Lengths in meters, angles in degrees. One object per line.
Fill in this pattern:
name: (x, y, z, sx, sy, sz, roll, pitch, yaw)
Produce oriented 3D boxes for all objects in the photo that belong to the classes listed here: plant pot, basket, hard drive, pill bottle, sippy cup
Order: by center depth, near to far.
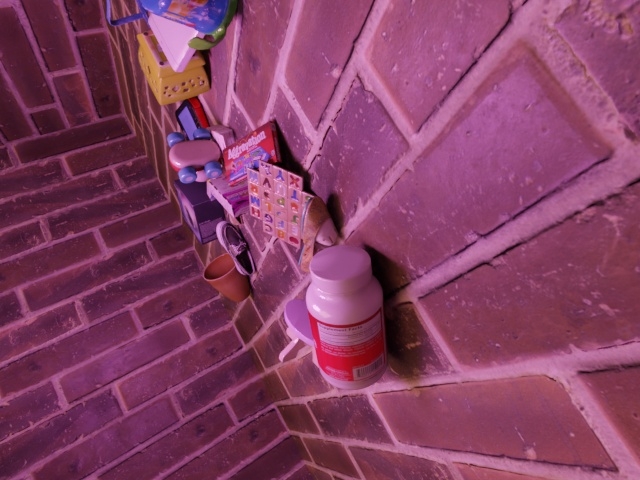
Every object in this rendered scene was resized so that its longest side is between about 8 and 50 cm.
sippy cup: (-0.401, -0.739, 1.248, 0.305, 0.224, 0.240, 45, 127, 16)
pill bottle: (0.080, 0.230, 1.283, 0.229, 0.228, 0.408, 34, 141, 48)
hard drive: (-0.467, -0.794, 1.467, 0.353, 0.047, 0.233, -34, 82, 41)
basket: (-0.661, -0.924, 1.601, 0.201, 0.288, 0.254, 65, 156, -2)
plant pot: (-0.586, -0.715, 1.701, 0.228, 0.227, 0.207, 62, 161, 6)
plant pot: (-0.530, 0.241, 2.542, 0.237, 0.237, 0.255, 29, 151, 52)

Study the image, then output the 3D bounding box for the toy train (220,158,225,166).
toy train: (-0.460, -0.410, 2.000, 0.036, 0.027, 0.159, 26, 135, 39)

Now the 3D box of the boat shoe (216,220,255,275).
boat shoe: (-0.436, 0.041, 2.291, 0.119, 0.121, 0.335, 9, 132, 52)

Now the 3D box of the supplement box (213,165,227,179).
supplement box: (-0.456, -0.308, 1.996, 0.062, 0.098, 0.036, 56, 154, 19)

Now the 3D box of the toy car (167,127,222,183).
toy car: (-0.545, -0.323, 1.865, 0.219, 0.210, 0.238, 67, 158, 19)

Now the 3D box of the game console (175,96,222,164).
game console: (-0.628, -0.530, 2.181, 0.386, 0.060, 0.342, 7, 119, 62)

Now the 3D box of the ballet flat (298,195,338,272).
ballet flat: (0.000, 0.000, 1.389, 0.123, 0.123, 0.349, 50, 151, 29)

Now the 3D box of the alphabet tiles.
alphabet tiles: (-0.138, -0.118, 1.505, 0.284, 0.011, 0.343, 25, 141, 17)

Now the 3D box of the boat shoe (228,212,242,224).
boat shoe: (-0.437, -0.161, 2.153, 0.072, 0.068, 0.190, 18, 139, 42)

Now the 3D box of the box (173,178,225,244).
box: (-0.701, -0.190, 2.498, 0.296, 0.182, 0.294, 43, 147, 38)

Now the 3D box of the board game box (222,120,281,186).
board game box: (-0.247, -0.300, 1.507, 0.281, 0.027, 0.145, -16, 80, 42)

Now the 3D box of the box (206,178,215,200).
box: (-0.505, -0.276, 2.112, 0.042, 0.109, 0.178, 53, 153, 14)

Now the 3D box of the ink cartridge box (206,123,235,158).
ink cartridge box: (-0.420, -0.428, 1.854, 0.198, 0.067, 0.116, 35, 143, 50)

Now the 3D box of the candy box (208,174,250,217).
candy box: (-0.354, -0.202, 1.823, 0.233, 0.159, 0.071, 43, 147, 40)

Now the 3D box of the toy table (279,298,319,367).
toy table: (-0.046, 0.376, 1.694, 0.274, 0.252, 0.161, 49, 135, 48)
